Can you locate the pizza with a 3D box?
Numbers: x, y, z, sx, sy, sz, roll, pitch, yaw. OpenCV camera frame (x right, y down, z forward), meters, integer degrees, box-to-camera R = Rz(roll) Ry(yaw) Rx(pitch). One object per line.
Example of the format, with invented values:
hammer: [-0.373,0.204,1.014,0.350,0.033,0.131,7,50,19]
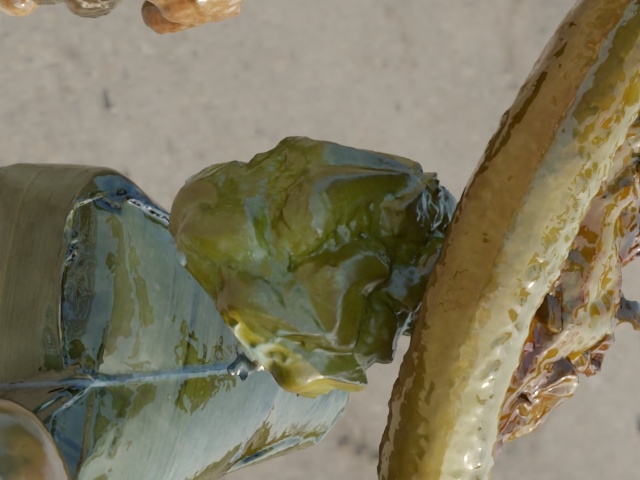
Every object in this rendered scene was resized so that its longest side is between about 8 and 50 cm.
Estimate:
pizza: [0.127,-0.012,0.961,0.365,0.074,0.182,-62,148,-9]

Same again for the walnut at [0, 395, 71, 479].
walnut: [-0.275,0.229,1.003,0.306,0.306,0.344,-19,140,-62]

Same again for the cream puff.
cream puff: [0.001,-0.001,1.012,0.156,0.156,0.121,-66,143,-46]

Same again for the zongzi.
zongzi: [-0.125,0.172,1.451,0.356,0.174,0.393,26,66,-49]

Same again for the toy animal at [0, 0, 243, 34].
toy animal: [-0.093,-0.172,1.100,0.185,0.184,0.104,7,85,-72]
